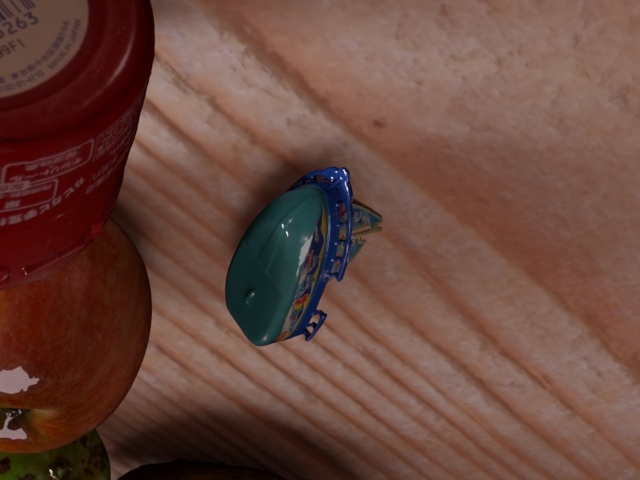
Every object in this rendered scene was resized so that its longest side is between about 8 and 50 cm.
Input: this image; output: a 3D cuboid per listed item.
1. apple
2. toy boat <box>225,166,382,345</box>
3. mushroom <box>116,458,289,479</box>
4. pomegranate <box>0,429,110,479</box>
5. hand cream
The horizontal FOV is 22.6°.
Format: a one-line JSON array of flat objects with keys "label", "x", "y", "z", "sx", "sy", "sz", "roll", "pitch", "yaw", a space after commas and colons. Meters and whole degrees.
[{"label": "apple", "x": -0.219, "y": 0.062, "z": 1.185, "sx": 0.188, "sy": 0.174, "sz": 0.188, "roll": 0, "pitch": 146, "yaw": 0}, {"label": "toy boat", "x": 0.000, "y": 0.000, "z": 1.194, "sx": 0.110, "sy": 0.091, "sz": 0.175, "roll": -19, "pitch": 151, "yaw": -33}, {"label": "mushroom", "x": -0.117, "y": 0.360, "z": 1.471, "sx": 0.334, "sy": 0.356, "sz": 0.331, "roll": 27, "pitch": 123, "yaw": 31}, {"label": "pomegranate", "x": -0.279, "y": 0.213, "z": 1.420, "sx": 0.169, "sy": 0.122, "sz": 0.143, "roll": -7, "pitch": 106, "yaw": 29}, {"label": "hand cream", "x": -0.213, "y": -0.094, "z": 0.936, "sx": 0.230, "sy": 0.230, "sz": 0.149, "roll": 10, "pitch": 145, "yaw": -12}]
